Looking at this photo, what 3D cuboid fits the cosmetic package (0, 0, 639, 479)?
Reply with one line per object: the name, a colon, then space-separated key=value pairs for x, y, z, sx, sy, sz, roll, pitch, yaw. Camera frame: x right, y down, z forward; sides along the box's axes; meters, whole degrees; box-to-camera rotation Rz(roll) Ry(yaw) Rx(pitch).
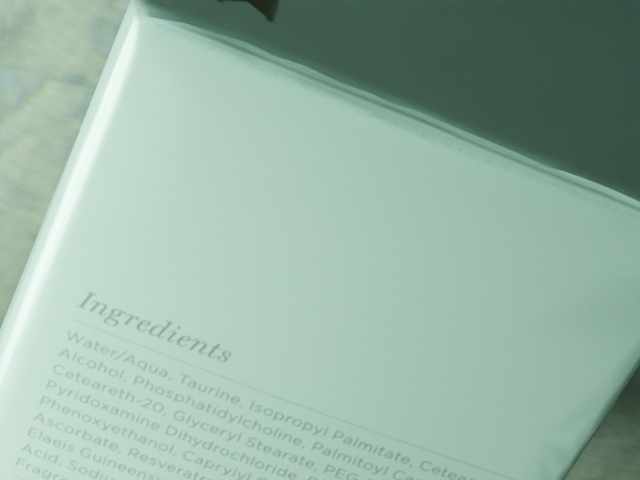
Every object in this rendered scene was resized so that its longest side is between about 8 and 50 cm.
cosmetic package: x=0.000 y=0.000 z=1.098 sx=0.327 sy=0.329 sz=0.394 roll=21 pitch=124 yaw=-8
